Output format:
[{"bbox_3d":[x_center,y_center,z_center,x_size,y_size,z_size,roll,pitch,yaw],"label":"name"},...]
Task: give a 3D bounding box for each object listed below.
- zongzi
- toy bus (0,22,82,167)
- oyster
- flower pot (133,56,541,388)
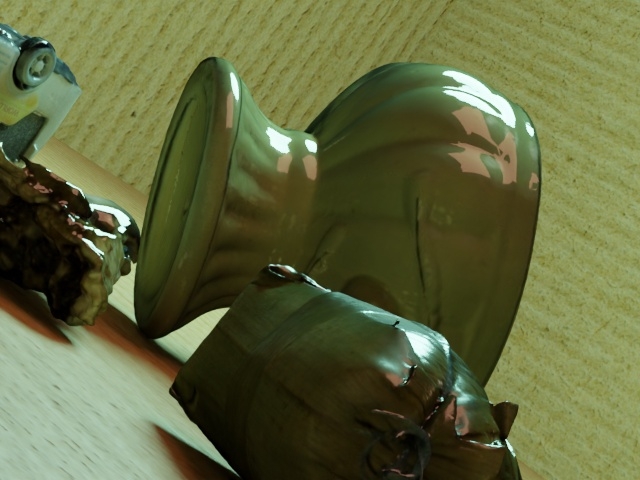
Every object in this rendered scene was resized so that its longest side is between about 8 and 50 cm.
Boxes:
[{"bbox_3d":[0.071,0.140,0.955,0.274,0.125,0.251,41,-3,-17],"label":"zongzi"},{"bbox_3d":[-0.340,-0.158,1.571,0.097,0.138,0.342,33,1,28],"label":"toy bus"},{"bbox_3d":[-0.213,-0.034,1.160,0.214,0.083,0.223,38,-6,-6],"label":"oyster"},{"bbox_3d":[0.000,0.000,1.372,0.244,0.308,0.307,14,5,-12],"label":"flower pot"}]
